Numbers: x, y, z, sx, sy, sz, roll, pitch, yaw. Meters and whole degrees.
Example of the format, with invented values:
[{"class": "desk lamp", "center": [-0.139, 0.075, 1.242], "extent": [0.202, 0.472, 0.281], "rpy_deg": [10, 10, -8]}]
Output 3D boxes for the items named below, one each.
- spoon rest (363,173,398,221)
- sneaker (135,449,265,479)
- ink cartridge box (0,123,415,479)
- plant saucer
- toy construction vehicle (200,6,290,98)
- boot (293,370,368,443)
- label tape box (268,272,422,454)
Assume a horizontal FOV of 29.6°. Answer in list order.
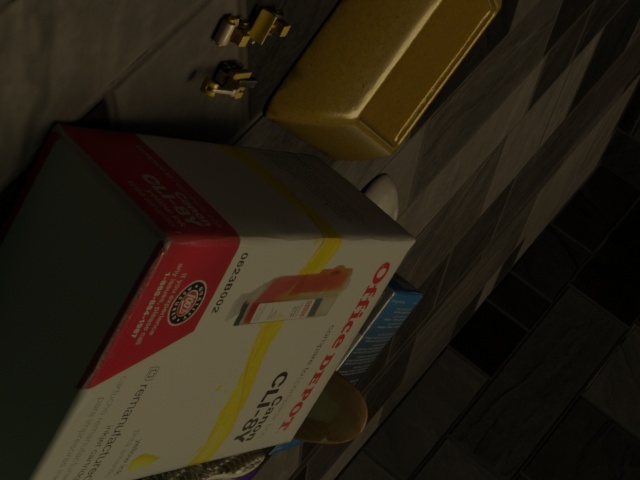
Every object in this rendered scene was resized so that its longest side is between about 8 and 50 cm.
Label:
[{"class": "spoon rest", "center": [0.046, 0.023, 1.893], "extent": [0.276, 0.084, 0.137], "rpy_deg": [-69, 164, 8]}, {"class": "sneaker", "center": [-0.194, 0.335, 1.590], "extent": [0.293, 0.102, 0.146], "rpy_deg": [-22, 150, -57]}, {"class": "ink cartridge box", "center": [-0.121, 0.062, 1.111], "extent": [0.384, 0.160, 0.279], "rpy_deg": [-1, 126, -57]}, {"class": "plant saucer", "center": [0.102, -0.232, 1.419], "extent": [0.333, 0.081, 0.333], "rpy_deg": [-54, 165, 5]}, {"class": "toy construction vehicle", "center": [-0.068, -0.172, 1.118], "extent": [0.086, 0.035, 0.098], "rpy_deg": [-58, 165, 21]}, {"class": "boot", "center": [-0.045, 0.181, 1.543], "extent": [0.211, 0.295, 0.104], "rpy_deg": [25, 83, -67]}, {"class": "label tape box", "center": [0.014, 0.197, 2.107], "extent": [0.348, 0.115, 0.249], "rpy_deg": [-52, 166, 7]}]
